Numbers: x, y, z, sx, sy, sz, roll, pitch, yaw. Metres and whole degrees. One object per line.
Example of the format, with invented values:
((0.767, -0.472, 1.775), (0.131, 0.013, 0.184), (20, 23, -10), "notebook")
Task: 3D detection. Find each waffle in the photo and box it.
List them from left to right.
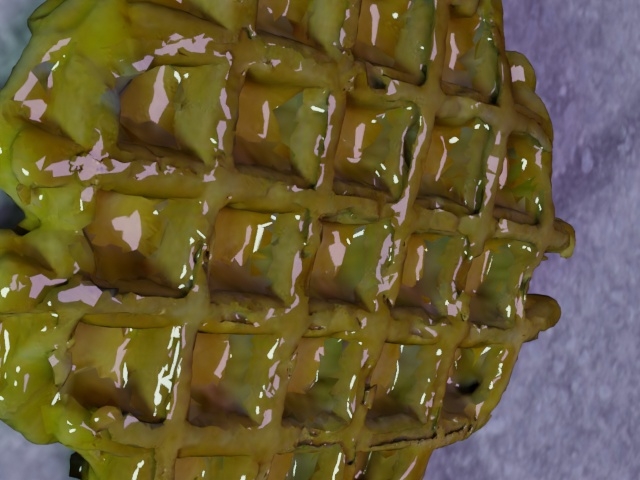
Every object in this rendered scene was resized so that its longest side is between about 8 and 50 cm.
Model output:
((0.000, 0.000, 0.640), (0.382, 0.095, 0.380), (-48, 127, -24), "waffle")
